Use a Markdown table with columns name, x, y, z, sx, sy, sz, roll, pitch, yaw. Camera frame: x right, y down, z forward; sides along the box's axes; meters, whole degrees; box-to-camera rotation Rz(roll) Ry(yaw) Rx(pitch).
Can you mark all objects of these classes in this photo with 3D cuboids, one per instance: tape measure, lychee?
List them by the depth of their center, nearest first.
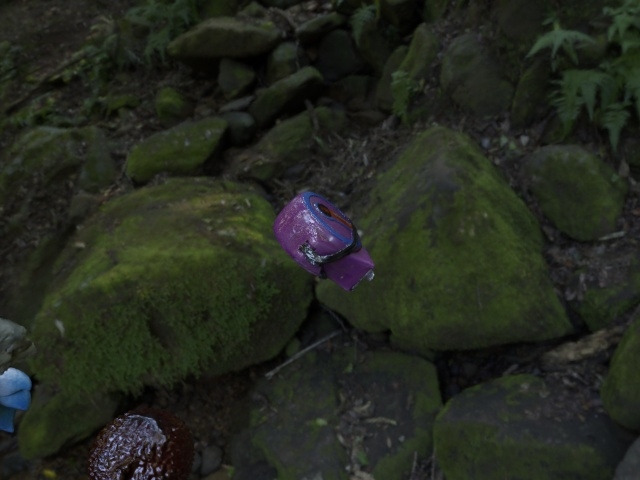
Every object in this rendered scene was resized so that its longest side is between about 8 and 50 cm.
| name | x | y | z | sx | sy | sz | roll | pitch | yaw |
| --- | --- | --- | --- | --- | --- | --- | --- | --- | --- |
| lychee | -0.206 | 0.259 | 0.745 | 0.123 | 0.123 | 0.129 | -9 | -12 | 30 |
| tape measure | 0.000 | 0.000 | 0.798 | 0.074 | 0.118 | 0.125 | -47 | 39 | 18 |

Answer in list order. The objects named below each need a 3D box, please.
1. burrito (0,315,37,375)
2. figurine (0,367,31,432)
| name | x | y | z | sx | sy | sz | roll | pitch | yaw |
| --- | --- | --- | --- | --- | --- | --- | --- | --- | --- |
| burrito | -0.275 | 0.060 | 0.420 | 0.058 | 0.188 | 0.045 | -23 | 63 | 22 |
| figurine | -0.325 | 0.150 | 0.568 | 0.114 | 0.114 | 0.079 | -29 | 48 | -8 |
